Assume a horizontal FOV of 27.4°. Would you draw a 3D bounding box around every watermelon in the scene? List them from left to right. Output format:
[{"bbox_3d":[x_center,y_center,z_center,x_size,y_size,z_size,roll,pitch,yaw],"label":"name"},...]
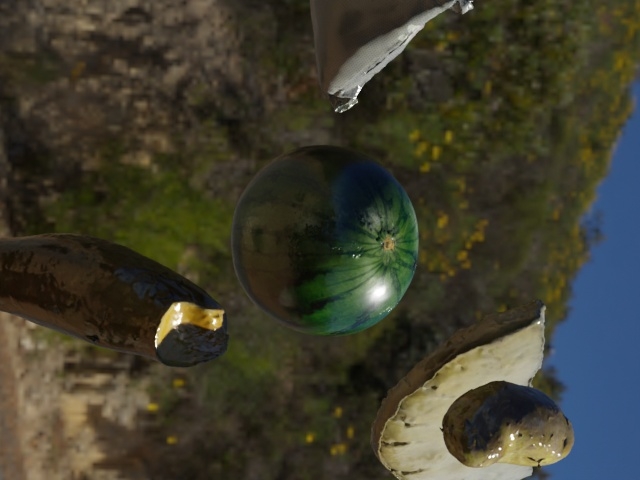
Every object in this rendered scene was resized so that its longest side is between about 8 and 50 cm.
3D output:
[{"bbox_3d":[0.004,0.000,1.641,0.242,0.242,0.242,-178,-90,-84],"label":"watermelon"}]

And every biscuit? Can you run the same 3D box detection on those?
[{"bbox_3d":[0.110,0.148,1.067,0.290,0.141,0.038,84,-6,-54],"label":"biscuit"}]

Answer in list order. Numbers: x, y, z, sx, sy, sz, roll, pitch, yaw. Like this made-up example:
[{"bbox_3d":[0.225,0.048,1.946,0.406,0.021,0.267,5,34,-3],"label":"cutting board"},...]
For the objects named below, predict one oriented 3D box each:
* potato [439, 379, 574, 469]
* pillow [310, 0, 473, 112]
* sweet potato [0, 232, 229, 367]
[{"bbox_3d":[0.104,0.101,0.723,0.045,0.092,0.046,39,-63,50],"label":"potato"},{"bbox_3d":[0.032,-0.244,1.000,0.169,0.059,0.255,-30,-122,41],"label":"pillow"},{"bbox_3d":[-0.178,0.027,0.893,0.077,0.244,0.077,16,90,-74],"label":"sweet potato"}]
